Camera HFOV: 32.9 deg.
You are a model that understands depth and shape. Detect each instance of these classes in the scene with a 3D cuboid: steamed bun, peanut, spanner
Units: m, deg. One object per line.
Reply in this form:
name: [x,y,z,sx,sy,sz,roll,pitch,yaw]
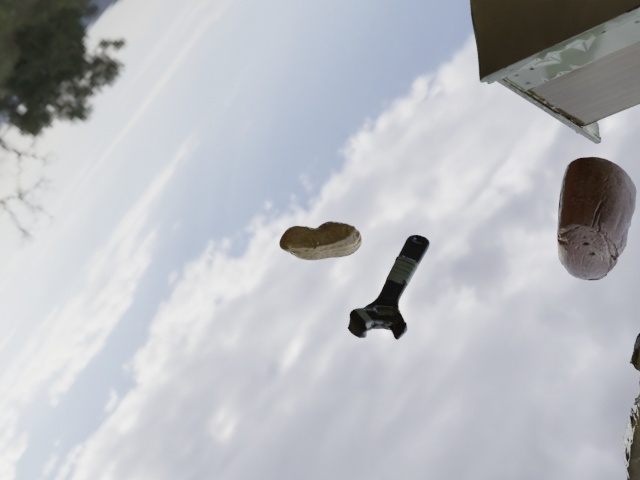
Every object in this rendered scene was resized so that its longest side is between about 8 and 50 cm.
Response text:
steamed bun: [0.396,-0.024,1.561,0.175,0.106,0.145,68,30,-61]
peanut: [0.000,0.000,1.469,0.054,0.113,0.054,177,-90,-87]
spanner: [0.125,0.068,1.697,0.316,0.087,0.024,-54,153,-56]

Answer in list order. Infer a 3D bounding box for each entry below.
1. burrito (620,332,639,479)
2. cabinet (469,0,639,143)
burrito: [0.469,0.262,1.386,0.107,0.348,0.175,-29,-144,-35]
cabinet: [0.421,-0.325,1.554,0.290,0.318,0.227,-22,-119,37]
